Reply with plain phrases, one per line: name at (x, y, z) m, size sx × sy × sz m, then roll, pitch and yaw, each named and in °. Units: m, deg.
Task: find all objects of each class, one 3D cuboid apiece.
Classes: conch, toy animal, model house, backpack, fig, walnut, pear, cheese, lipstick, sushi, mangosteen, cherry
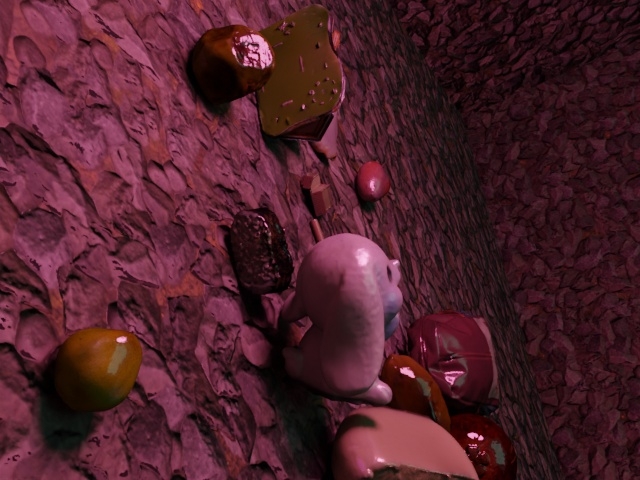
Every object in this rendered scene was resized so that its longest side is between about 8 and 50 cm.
conch at (-0.005, -0.281, 1.690) m, size 0.104 × 0.094 × 0.176 m, roll -77°, pitch 168°, yaw -74°
toy animal at (0.025, 0.131, 1.157) m, size 0.174 × 0.249 × 0.290 m, roll -3°, pitch 95°, yaw -32°
model house at (-0.011, -0.104, 1.532) m, size 0.058 × 0.057 × 0.083 m, roll -42°, pitch 131°, yaw -39°
backpack at (0.312, 0.308, 1.690) m, size 0.317 × 0.197 × 0.284 m, roll 16°, pitch 56°, yaw -55°
fig at (-0.173, -0.336, 1.292) m, size 0.144 × 0.154 × 0.166 m, roll 18°, pitch 21°, yaw -43°
walnut at (0.205, 0.358, 1.485) m, size 0.245 × 0.137 × 0.137 m, roll 60°, pitch 22°, yaw 5°
model house at (-0.023, -0.343, 1.517) m, size 0.154 × 0.206 × 0.294 m, roll 38°, pitch 37°, yaw -55°
pear at (-0.240, 0.140, 0.753) m, size 0.092 × 0.096 × 0.092 m, roll 58°, pitch -10°, yaw 16°
cheese at (0.144, 0.400, 1.191) m, size 0.265 × 0.127 × 0.233 m, roll 17°, pitch 21°, yaw -21°
lipstick at (0.000, 0.000, 1.495) m, size 0.019 × 0.019 × 0.094 m, roll -5°, pitch 74°, yaw -66°
sushi at (-0.101, 0.019, 1.167) m, size 0.078 × 0.090 × 0.151 m, roll -6°, pitch 77°, yaw -63°
mangosteen at (0.342, 0.509, 1.584) m, size 0.257 × 0.215 × 0.215 m, roll 59°, pitch 16°, yaw -72°
cherry at (0.138, -0.159, 1.857) m, size 0.126 × 0.086 × 0.106 m, roll -34°, pitch 108°, yaw -48°
